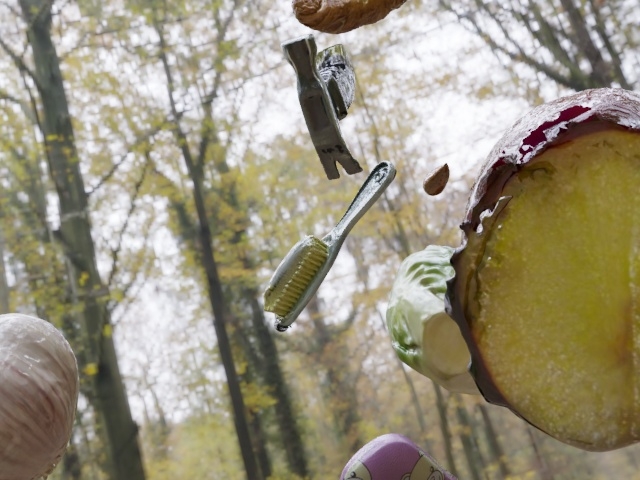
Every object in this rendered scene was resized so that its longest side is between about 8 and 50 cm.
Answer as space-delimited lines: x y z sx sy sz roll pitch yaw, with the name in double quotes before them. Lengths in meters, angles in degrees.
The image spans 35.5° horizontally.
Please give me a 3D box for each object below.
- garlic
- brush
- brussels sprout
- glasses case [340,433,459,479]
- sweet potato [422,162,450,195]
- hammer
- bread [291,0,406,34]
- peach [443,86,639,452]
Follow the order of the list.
"garlic" -0.505 0.266 1.522 0.259 0.317 0.317 38 -40 -9
"brush" 0.000 0.000 1.425 0.060 0.068 0.296 30 -78 -29
"brussels sprout" 0.240 0.135 1.707 0.260 0.227 0.294 19 14 5
"glasses case" 0.152 0.388 1.452 0.123 0.076 0.316 -44 -58 4
"sweet potato" 0.169 -0.087 1.457 0.034 0.034 0.095 -11 -18 -14
"hammer" 0.010 -0.163 1.111 0.041 0.158 0.226 -15 18 11
"bread" 0.041 -0.315 1.266 0.233 0.105 0.076 -34 -18 -36
"peach" 0.340 0.041 1.211 0.339 0.416 0.353 4 -26 26
